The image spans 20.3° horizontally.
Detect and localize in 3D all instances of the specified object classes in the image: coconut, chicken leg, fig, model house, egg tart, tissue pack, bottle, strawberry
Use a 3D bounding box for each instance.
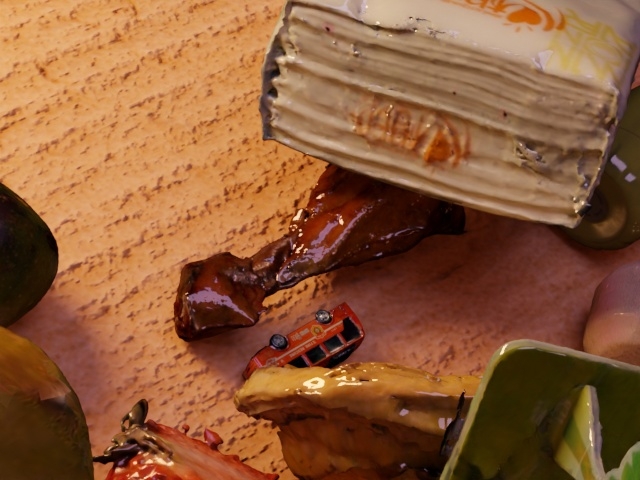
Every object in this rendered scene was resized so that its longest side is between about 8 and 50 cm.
[{"bbox_3d":[0.283,0.069,1.537,0.110,0.110,0.124,28,49,-1],"label":"coconut"},{"bbox_3d":[0.000,0.000,1.468,0.113,0.093,0.304,26,43,37],"label":"chicken leg"},{"bbox_3d":[-0.275,0.027,1.329,0.123,0.123,0.156,41,86,11],"label":"fig"},{"bbox_3d":[0.189,0.280,1.089,0.242,0.357,0.313,15,25,-16],"label":"model house"},{"bbox_3d":[0.081,0.147,1.309,0.291,0.291,0.107,6,83,-20],"label":"egg tart"},{"bbox_3d":[0.140,-0.180,1.547,0.287,0.162,0.388,17,30,10],"label":"tissue pack"},{"bbox_3d":[0.316,-0.091,1.671,0.112,0.112,0.260,42,48,12],"label":"bottle"},{"bbox_3d":[-0.064,0.222,1.259,0.236,0.106,0.175,35,9,3],"label":"strawberry"}]

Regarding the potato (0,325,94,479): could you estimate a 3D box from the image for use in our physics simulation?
[{"bbox_3d":[-0.319,0.129,1.084,0.280,0.213,0.330,10,44,-49],"label":"potato"}]

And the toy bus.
[{"bbox_3d":[-0.012,0.089,1.431,0.110,0.031,0.043,-28,70,-36],"label":"toy bus"}]
